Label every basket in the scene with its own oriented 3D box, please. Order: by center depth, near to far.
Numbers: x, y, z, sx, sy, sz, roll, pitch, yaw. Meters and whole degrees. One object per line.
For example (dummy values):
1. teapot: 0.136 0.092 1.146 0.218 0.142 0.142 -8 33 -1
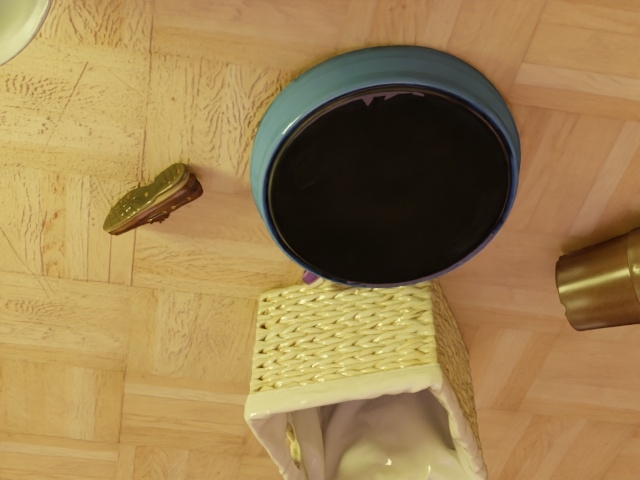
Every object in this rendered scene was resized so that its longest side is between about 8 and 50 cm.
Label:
1. basket: 0.078 0.246 1.865 0.331 0.266 0.328 -13 136 14

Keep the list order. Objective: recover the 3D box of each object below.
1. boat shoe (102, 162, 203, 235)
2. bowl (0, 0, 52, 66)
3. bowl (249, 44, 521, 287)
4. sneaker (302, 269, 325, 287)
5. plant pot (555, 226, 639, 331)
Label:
1. boat shoe: -0.253 -0.050 1.688 0.178 0.064 0.060 -29 128 25
2. bowl: -0.450 -0.343 1.286 0.298 0.134 0.298 -4 121 -6
3. bowl: 0.095 -0.089 1.590 0.391 0.077 0.391 -2 129 -3
4. sneaker: 0.000 0.000 1.757 0.071 0.068 0.170 20 127 -1
5. plant pot: 0.467 0.066 1.754 0.165 0.167 0.167 -16 136 29
